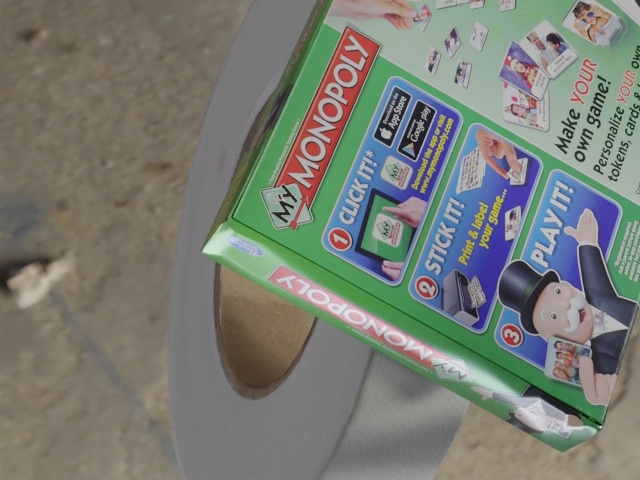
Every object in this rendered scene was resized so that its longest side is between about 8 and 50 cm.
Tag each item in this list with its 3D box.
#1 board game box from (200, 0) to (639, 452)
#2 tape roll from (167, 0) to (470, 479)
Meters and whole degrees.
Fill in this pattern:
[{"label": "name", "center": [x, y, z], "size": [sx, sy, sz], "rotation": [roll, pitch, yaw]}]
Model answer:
[{"label": "board game box", "center": [0.092, -0.074, 0.993], "size": [0.213, 0.317, 0.046], "rotation": [29, 147, -8]}, {"label": "tape roll", "center": [0.000, 0.000, 1.176], "size": [0.392, 0.072, 0.392], "rotation": [-170, 90, -69]}]
